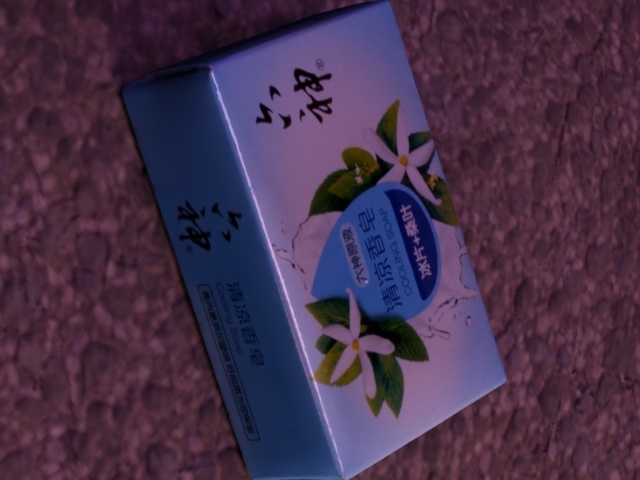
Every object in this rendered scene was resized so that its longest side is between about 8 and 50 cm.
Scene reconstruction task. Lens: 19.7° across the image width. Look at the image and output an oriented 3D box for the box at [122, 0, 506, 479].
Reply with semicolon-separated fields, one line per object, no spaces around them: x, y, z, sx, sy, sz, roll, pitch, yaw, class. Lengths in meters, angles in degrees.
0.000;0.000;1.003;0.142;0.083;0.232;-26;103;-41;box
